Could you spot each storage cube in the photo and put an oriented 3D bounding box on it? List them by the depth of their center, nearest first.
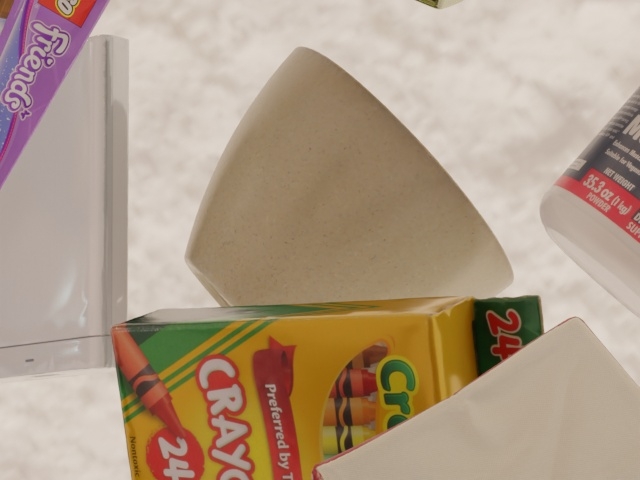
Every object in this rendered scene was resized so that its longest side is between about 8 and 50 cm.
[{"bbox_3d":[0.120,0.196,1.079,0.215,0.183,0.193,52,160,29],"label":"storage cube"}]

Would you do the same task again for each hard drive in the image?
[{"bbox_3d":[-0.296,-0.029,2.098,0.233,0.047,0.353,-9,77,43],"label":"hard drive"}]

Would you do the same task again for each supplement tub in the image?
[{"bbox_3d":[0.342,-0.064,1.702,0.191,0.272,0.191,41,179,1],"label":"supplement tub"}]

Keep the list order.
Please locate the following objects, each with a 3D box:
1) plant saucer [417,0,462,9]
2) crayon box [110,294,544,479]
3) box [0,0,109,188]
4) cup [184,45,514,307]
[{"bbox_3d":[0.067,-0.277,1.842,0.188,0.045,0.188,22,173,2],"label":"plant saucer"},{"bbox_3d":[0.010,0.145,1.395,0.318,0.081,0.202,-5,96,28],"label":"crayon box"},{"bbox_3d":[-0.311,-0.122,1.463,0.201,0.293,0.057,30,-177,-18],"label":"box"},{"bbox_3d":[0.000,0.000,1.997,0.331,0.237,0.331,47,173,8],"label":"cup"}]
